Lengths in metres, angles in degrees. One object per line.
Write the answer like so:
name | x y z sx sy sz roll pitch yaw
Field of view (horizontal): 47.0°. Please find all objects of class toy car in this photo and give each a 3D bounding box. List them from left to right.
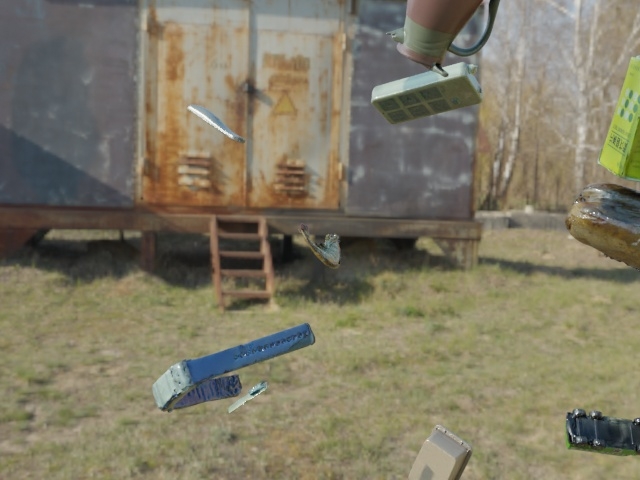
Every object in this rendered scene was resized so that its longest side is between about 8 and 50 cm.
toy car | 0.546 0.371 1.398 0.165 0.071 0.063 6 -37 4

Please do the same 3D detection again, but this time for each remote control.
remote control | -0.257 -0.293 1.830 0.184 0.027 0.050 36 14 28

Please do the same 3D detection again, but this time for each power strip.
power strip | 0.251 -0.342 1.729 0.270 0.046 0.118 -10 -32 31

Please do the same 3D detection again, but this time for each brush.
brush | -0.126 0.268 1.259 0.083 0.013 0.016 -36 33 10

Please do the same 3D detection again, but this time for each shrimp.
shrimp | -0.001 0.001 1.671 0.124 0.034 0.178 40 22 -13

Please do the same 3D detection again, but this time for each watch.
watch | -0.185 0.268 1.523 0.274 0.068 0.276 3 -35 -49

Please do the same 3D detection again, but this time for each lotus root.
lotus root | 0.672 -0.024 1.519 0.329 0.167 0.078 23 -7 29

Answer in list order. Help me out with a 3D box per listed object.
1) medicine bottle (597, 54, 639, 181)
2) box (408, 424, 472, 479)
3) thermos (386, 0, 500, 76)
medicine bottle | 0.700 -0.251 1.546 0.141 0.250 0.137 6 21 -6
box | 0.227 0.429 1.413 0.089 0.122 0.062 31 24 26
thermos | 0.231 -0.430 1.272 0.176 0.265 0.146 16 31 -7
